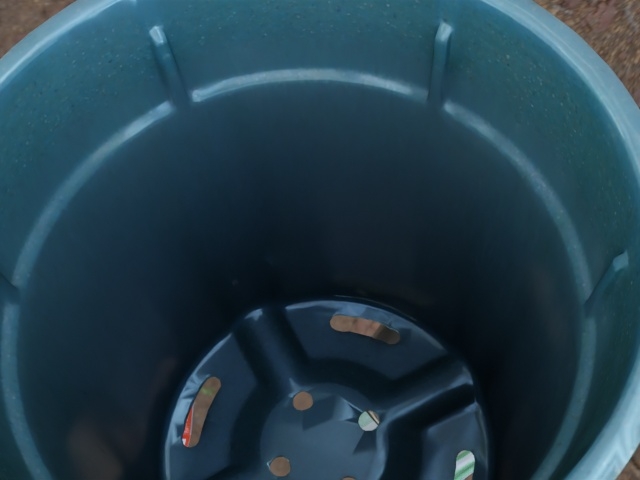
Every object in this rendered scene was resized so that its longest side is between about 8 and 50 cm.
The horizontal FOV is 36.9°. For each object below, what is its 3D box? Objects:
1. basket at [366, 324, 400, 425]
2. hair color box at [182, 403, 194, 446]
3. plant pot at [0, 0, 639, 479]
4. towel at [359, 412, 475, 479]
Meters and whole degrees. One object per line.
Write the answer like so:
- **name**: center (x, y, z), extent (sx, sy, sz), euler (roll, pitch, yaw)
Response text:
- **basket**: center (0.150, 0.098, 0.979), extent (0.204, 0.227, 0.154), euler (18, 135, 37)
- **hair color box**: center (-0.201, 0.221, 1.360), extent (0.043, 0.141, 0.072), euler (8, 143, -9)
- **plant pot**: center (-0.009, 0.071, 0.555), extent (0.341, 0.341, 0.334), euler (21, 155, 15)
- **towel**: center (0.170, 0.304, 1.573), extent (0.248, 0.325, 0.038), euler (-37, 110, 4)
